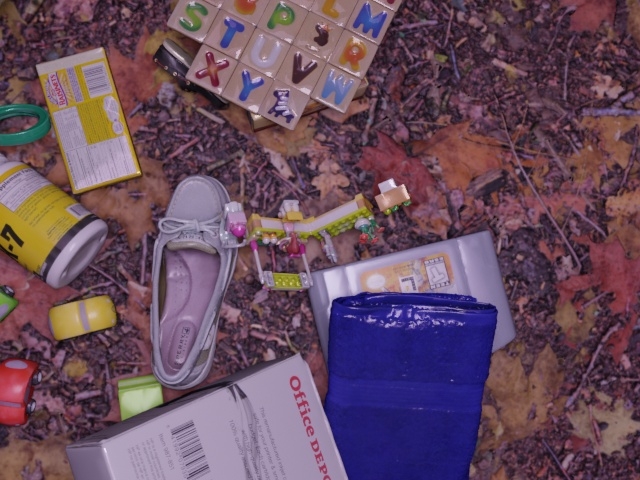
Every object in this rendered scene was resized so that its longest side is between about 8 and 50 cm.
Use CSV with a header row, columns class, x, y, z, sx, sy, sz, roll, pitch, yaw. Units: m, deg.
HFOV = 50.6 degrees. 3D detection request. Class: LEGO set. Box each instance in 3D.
class,x,y,z,sx,sy,sz,roll,pitch,yaw
LEGO set,0.000,0.000,0.970,0.287,0.132,0.107,-8,61,-15

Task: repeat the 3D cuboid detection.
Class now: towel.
class,x,y,z,sx,sy,sz,roll,pitch,yaw
towel,0.117,0.219,0.964,0.227,0.076,0.308,4,108,-1

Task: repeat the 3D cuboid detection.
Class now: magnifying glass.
class,x,y,z,sx,sy,sz,roll,pitch,yaw
magnifying glass,-0.512,-0.174,0.995,0.231,0.092,0.026,6,130,3

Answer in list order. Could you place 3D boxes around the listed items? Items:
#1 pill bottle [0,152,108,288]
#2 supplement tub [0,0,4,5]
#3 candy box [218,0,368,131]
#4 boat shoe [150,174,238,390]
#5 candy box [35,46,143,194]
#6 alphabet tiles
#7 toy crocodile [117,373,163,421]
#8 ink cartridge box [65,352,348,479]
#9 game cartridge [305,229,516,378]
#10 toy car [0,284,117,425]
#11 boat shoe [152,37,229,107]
class,x,y,z,sx,sy,sz,roll,pitch,yaw
pill bottle,-0.420,-0.037,0.962,0.208,0.119,0.119,36,84,-1
supplement tub,-0.565,-0.371,0.916,0.235,0.235,0.325,39,84,-1
candy box,-0.067,-0.346,1.027,0.183,0.087,0.316,-19,87,-6
boat shoe,-0.185,0.049,0.968,0.118,0.103,0.320,9,73,-4
candy box,-0.348,-0.180,1.024,0.105,0.027,0.206,-17,87,-3
alphabet tiles,-0.042,-0.345,0.978,0.285,0.011,0.342,26,84,-3
toy crocodile,-0.233,0.361,0.962,0.115,0.105,0.340,-12,83,-16
ink cartridge box,-0.134,0.307,0.880,0.307,0.129,0.223,-17,87,-42
game cartridge,0.141,0.111,1.029,0.297,0.062,0.198,-14,83,-5
toy car,-0.449,0.121,0.980,0.225,0.053,0.239,42,84,-1
boat shoe,-0.196,-0.249,1.035,0.133,0.049,0.042,41,112,-7
